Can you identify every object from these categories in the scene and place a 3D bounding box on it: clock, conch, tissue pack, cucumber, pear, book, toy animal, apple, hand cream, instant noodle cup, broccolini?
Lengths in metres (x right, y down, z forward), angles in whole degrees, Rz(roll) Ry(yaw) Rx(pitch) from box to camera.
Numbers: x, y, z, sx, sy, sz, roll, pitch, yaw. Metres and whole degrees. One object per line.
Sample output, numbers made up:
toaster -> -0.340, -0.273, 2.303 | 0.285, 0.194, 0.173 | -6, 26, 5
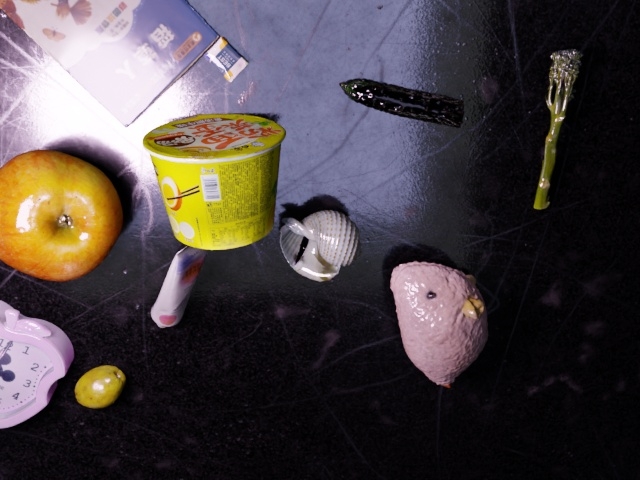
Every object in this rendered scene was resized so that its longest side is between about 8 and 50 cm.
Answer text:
clock -> -0.807, 0.296, 1.448 | 0.339, 0.102, 0.338 | -2, 108, -6
conch -> 0.007, -0.003, 1.415 | 0.200, 0.131, 0.172 | 35, 130, 12
tissue pack -> -0.211, -0.407, 1.300 | 0.062, 0.042, 0.083 | -44, 107, 7
cucumber -> 0.193, -0.323, 1.357 | 0.300, 0.072, 0.072 | 10, 107, -8
pear -> -0.569, 0.379, 1.495 | 0.131, 0.107, 0.107 | -33, 109, 2
book -> -0.475, -0.499, 1.245 | 0.300, 0.039, 0.428 | -42, 107, 9
toy animal -> 0.318, 0.216, 1.488 | 0.227, 0.188, 0.358 | -13, 110, 5
apple -> -0.588, -0.048, 1.266 | 0.302, 0.301, 0.301 | -2, 109, -5
hand cream -> -0.336, 0.106, 1.387 | 0.078, 0.124, 0.340 | 42, 131, 9
instant noodle cup -> -0.225, -0.132, 1.278 | 0.312, 0.311, 0.221 | -3, 118, -5
broccolini -> 0.581, -0.269, 1.429 | 0.074, 0.079, 0.391 | -6, 117, -15
